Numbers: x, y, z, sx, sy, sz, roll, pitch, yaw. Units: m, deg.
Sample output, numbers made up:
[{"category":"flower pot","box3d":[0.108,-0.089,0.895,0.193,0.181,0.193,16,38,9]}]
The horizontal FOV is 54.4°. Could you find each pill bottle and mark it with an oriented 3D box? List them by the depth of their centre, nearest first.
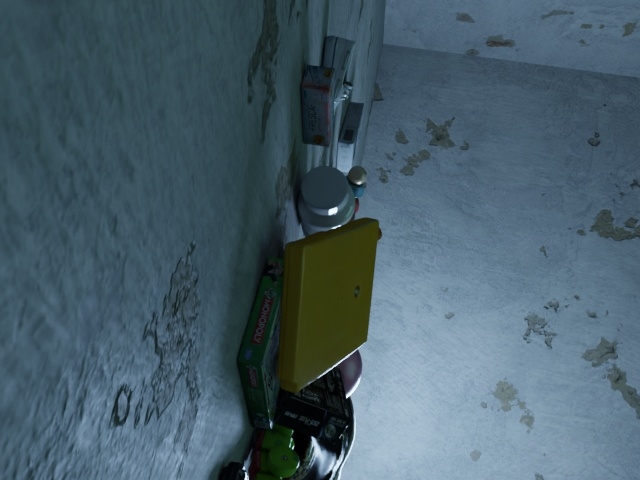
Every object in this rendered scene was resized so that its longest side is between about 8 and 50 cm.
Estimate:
[{"category":"pill bottle","box3d":[0.014,-0.076,1.420,0.229,0.131,0.131,83,18,-71]}]

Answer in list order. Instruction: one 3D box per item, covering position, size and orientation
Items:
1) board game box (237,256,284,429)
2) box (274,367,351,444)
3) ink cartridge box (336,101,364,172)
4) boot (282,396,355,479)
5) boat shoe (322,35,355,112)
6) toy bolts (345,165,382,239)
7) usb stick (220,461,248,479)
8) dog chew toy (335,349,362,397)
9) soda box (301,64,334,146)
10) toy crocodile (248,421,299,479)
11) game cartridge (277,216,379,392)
[{"category":"board game box","box3d":[-0.099,0.208,1.201,0.317,0.046,0.213,91,11,-55]},{"category":"box","box3d":[-0.024,0.338,1.365,0.077,0.147,0.180,-59,-162,18]},{"category":"ink cartridge box","box3d":[0.104,-0.332,2.265,0.275,0.060,0.238,-75,171,-46]},{"category":"boot","box3d":[-0.023,0.527,1.676,0.284,0.138,0.377,62,39,-48]},{"category":"boat shoe","box3d":[0.038,-0.360,1.460,0.083,0.076,0.226,-72,170,-56]},{"category":"toy bolts","box3d":[0.112,-0.119,1.932,0.228,0.218,0.158,-78,-171,-49]},{"category":"usb stick","box3d":[-0.168,0.490,0.977,0.077,0.045,0.278,84,15,-44]},{"category":"dog chew toy","box3d":[0.008,0.308,1.719,0.332,0.207,0.206,-89,-173,-74]},{"category":"soda box","box3d":[-0.004,-0.272,1.276,0.183,0.058,0.062,91,10,-62]},{"category":"toy crocodile","box3d":[-0.102,0.441,1.331,0.340,0.105,0.115,-75,-172,-64]},{"category":"game cartridge","box3d":[0.019,0.114,1.225,0.324,0.053,0.285,-18,116,-58]}]
